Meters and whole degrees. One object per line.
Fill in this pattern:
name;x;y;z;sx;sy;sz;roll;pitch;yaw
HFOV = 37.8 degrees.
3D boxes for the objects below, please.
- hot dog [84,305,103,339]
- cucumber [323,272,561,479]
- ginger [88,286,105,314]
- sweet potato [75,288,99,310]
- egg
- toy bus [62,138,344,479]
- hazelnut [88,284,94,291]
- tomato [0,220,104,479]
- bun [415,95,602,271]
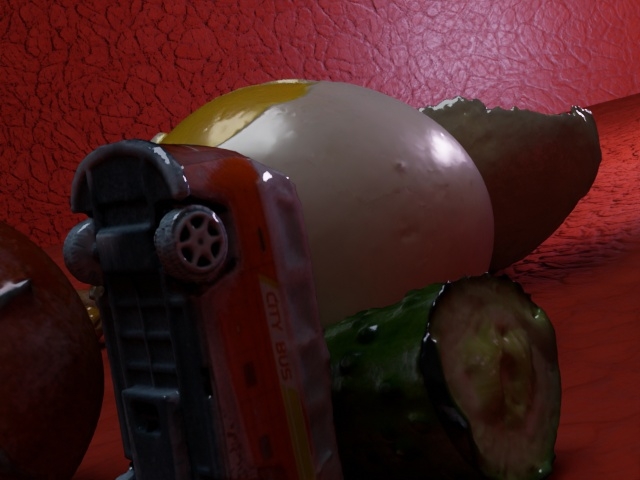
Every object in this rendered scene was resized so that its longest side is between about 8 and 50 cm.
hot dog;-0.390;0.126;1.349;0.100;0.068;0.250;-8;6;-35
cucumber;0.035;0.104;0.627;0.134;0.134;0.244;-22;0;-43
ginger;-0.140;0.015;1.233;0.376;0.176;0.256;0;44;22
sweet potato;-0.394;0.109;1.480;0.281;0.067;0.059;-6;56;45
egg;0.000;0.000;0.819;0.345;0.282;0.283;-9;5;-29
toy bus;-0.062;0.071;0.545;0.120;0.264;0.121;-12;5;-43
hazelnut;-0.341;0.084;1.531;0.086;0.086;0.086;-14;9;2
tomato;-0.297;0.107;0.698;0.265;0.264;0.265;-14;9;2
bun;0.162;-0.058;1.159;0.365;0.202;0.364;-2;1;0
